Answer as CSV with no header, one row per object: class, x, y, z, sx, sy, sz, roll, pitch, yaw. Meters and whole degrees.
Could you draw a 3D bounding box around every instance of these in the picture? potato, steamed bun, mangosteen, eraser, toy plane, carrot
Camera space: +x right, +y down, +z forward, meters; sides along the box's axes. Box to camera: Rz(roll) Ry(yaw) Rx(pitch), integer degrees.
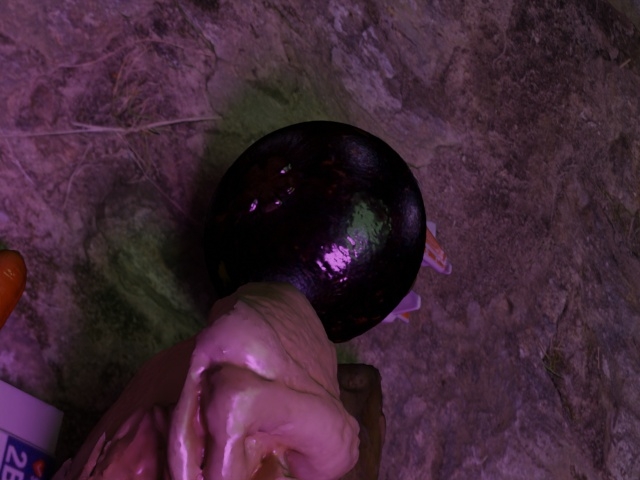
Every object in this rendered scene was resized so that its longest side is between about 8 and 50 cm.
potato,0.005,0.284,1.757,0.269,0.112,0.255,5,74,-47
steamed bun,-0.100,0.209,1.447,0.230,0.372,0.325,40,38,-7
mangosteen,0.000,0.000,1.731,0.288,0.288,0.288,20,62,-44
eraser,-0.332,0.245,1.407,0.124,0.068,0.210,35,52,-38
toy plane,0.091,-0.004,1.952,0.245,0.117,0.244,19,63,-43
carrot,-0.372,0.100,1.424,0.271,0.062,0.066,-55,151,-40
